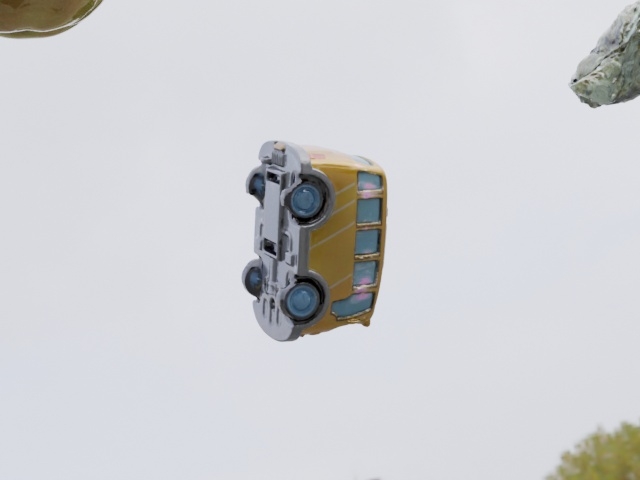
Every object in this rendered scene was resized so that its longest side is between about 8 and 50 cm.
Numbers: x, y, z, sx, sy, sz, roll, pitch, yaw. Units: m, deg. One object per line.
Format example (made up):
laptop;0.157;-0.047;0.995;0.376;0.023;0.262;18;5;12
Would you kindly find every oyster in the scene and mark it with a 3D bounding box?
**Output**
oyster;0.292;-0.176;1.159;0.177;0.064;0.125;-43;-24;-11

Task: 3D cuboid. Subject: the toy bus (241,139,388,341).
toy bus;0.000;0.000;1.322;0.136;0.210;0.126;-1;11;-25

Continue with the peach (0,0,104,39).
peach;-0.230;-0.236;0.908;0.184;0.184;0.184;-9;-24;-4
